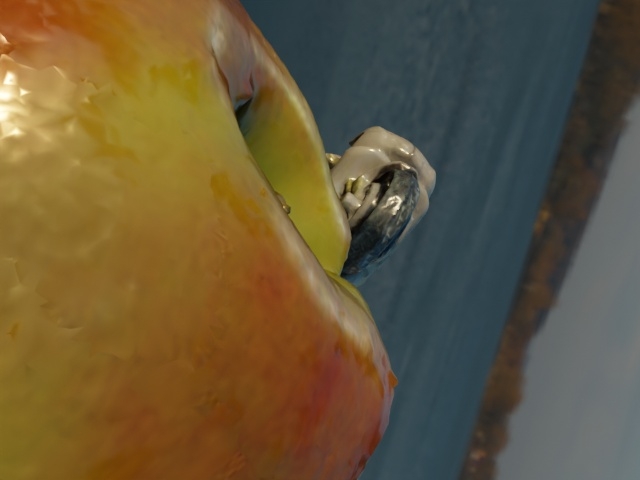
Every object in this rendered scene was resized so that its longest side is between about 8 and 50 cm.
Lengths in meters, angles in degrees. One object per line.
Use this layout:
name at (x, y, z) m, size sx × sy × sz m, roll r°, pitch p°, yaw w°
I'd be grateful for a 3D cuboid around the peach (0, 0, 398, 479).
peach at (-0.188, 0.043, 0.505) m, size 0.306 × 0.380 × 0.242 m, roll 53°, pitch 17°, yaw -32°

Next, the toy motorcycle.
toy motorcycle at (0.000, 0.000, 1.241) m, size 0.340 × 0.108 × 0.223 m, roll -42°, pitch -165°, yaw 46°
